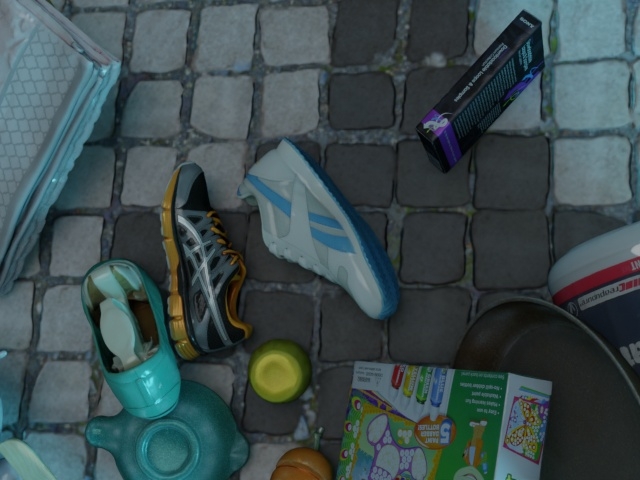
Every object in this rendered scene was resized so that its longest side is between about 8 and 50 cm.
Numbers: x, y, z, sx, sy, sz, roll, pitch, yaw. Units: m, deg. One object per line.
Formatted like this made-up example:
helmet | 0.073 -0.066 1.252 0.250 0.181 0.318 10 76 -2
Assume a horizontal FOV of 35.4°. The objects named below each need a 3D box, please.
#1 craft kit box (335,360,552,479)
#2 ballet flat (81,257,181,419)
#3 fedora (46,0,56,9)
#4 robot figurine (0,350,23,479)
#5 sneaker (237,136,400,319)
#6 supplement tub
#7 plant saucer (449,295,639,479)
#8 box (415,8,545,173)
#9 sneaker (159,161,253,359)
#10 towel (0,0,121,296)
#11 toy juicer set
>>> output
craft kit box | 0.096 0.239 0.923 0.061 0.250 0.247 12 80 -28
ballet flat | -0.204 0.074 1.040 0.083 0.087 0.247 -24 43 -9
fedora | -0.345 -0.211 1.175 0.194 0.079 0.194 4 100 25
robot figurine | -0.464 0.236 1.045 0.300 0.200 0.353 26 99 -25
sneaker | 0.000 0.000 1.066 0.092 0.087 0.229 -41 66 10
supplement tub | 0.332 0.122 0.901 0.191 0.191 0.272 -18 75 9
plant saucer | 0.214 0.200 0.891 0.050 0.310 0.311 -9 74 -26
box | 0.168 -0.150 1.035 0.162 0.116 0.029 -46 72 0
sneaker | -0.123 0.019 1.091 0.083 0.084 0.215 -7 87 9
towel | -0.412 -0.148 1.144 0.317 0.053 0.332 38 111 17
toy juicer set | -0.142 0.248 1.048 0.329 0.089 0.209 -20 87 0
